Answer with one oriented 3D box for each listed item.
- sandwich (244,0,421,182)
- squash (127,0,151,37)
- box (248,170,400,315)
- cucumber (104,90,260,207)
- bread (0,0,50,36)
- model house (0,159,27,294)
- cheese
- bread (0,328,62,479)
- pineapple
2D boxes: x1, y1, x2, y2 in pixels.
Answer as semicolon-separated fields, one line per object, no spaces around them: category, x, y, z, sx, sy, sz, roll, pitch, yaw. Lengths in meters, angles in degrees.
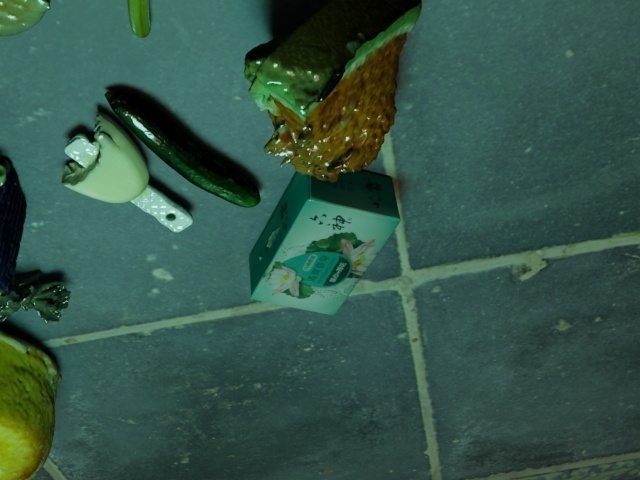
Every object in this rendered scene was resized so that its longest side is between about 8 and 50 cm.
sandwich;-0.001;-0.193;1.146;0.162;0.250;0.301;35;152;18
squash;-0.219;-0.281;1.101;0.027;0.028;0.083;1;138;-8
box;0.000;0.000;1.398;0.153;0.092;0.245;12;136;-20
cucumber;-0.186;-0.119;1.269;0.056;0.056;0.284;-32;132;26
bread;-0.418;-0.313;1.010;0.231;0.064;0.173;4;137;-14
model house;-0.503;0.000;1.254;0.170;0.194;0.211;24;131;-27
cheese;-0.271;-0.082;1.302;0.127;0.050;0.235;-32;134;23
bread;-0.632;0.296;1.560;0.397;0.215;0.398;-8;140;-7
pineapple;-0.520;0.089;1.419;0.251;0.125;0.125;5;138;-21
